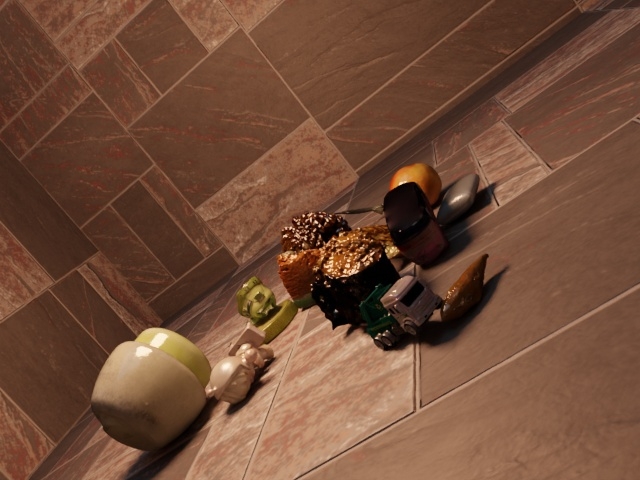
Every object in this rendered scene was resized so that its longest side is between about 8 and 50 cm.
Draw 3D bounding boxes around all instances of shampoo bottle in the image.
[{"bbox_3d":[-0.507,0.447,1.859,0.322,0.322,0.317,-28,21,48],"label":"shampoo bottle"}]

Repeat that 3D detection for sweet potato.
[{"bbox_3d":[0.302,0.100,1.273,0.068,0.060,0.206,14,50,30],"label":"sweet potato"}]

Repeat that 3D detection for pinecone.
[{"bbox_3d":[-0.003,-0.001,2.372,0.292,0.246,0.246,-17,-9,-47],"label":"pinecone"}]

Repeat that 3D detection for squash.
[{"bbox_3d":[-0.192,0.301,2.178,0.252,0.049,0.252,-38,9,7],"label":"squash"}]

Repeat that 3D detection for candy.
[{"bbox_3d":[0.408,-0.122,1.829,0.138,0.071,0.174,-45,5,34],"label":"candy"}]

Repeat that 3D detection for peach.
[{"bbox_3d":[0.323,-0.175,2.115,0.184,0.184,0.184,-38,10,8],"label":"peach"}]

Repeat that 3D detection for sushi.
[{"bbox_3d":[0.085,0.102,1.629,0.234,0.207,0.348,-33,12,-5],"label":"sushi"}]

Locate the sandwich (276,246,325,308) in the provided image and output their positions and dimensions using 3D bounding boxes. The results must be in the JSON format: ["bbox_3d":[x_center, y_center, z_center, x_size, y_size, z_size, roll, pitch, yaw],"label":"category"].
[{"bbox_3d":[-0.030,0.113,2.051,0.292,0.212,0.109,-17,35,31],"label":"sandwich"}]

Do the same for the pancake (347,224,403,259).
[{"bbox_3d":[0.212,0.003,1.868,0.258,0.056,0.212,-8,21,-26],"label":"pancake"}]

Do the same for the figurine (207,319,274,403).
[{"bbox_3d":[-0.236,0.365,1.786,0.182,0.144,0.256,-31,15,26],"label":"figurine"}]

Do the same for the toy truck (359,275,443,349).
[{"bbox_3d":[0.158,0.147,1.329,0.110,0.116,0.216,-45,0,-27],"label":"toy truck"}]

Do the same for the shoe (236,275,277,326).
[{"bbox_3d":[-0.233,0.225,2.206,0.140,0.128,0.262,-32,-24,-14],"label":"shoe"}]

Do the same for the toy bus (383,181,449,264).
[{"bbox_3d":[0.260,-0.050,1.724,0.128,0.147,0.302,-35,24,15],"label":"toy bus"}]

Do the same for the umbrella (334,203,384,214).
[{"bbox_3d":[0.188,-0.117,2.447,0.269,0.044,0.044,-9,-17,0],"label":"umbrella"}]
